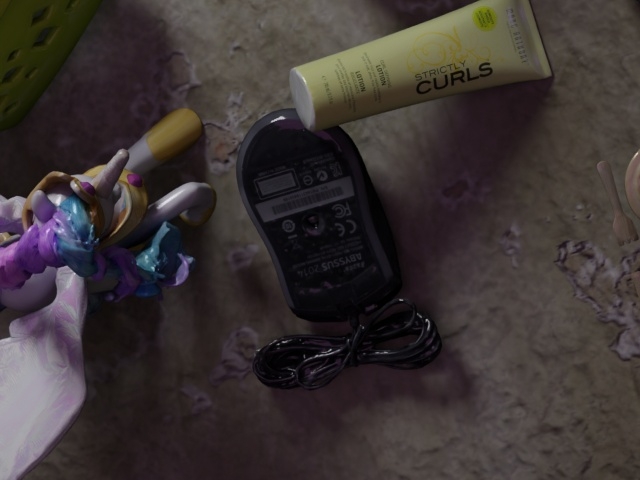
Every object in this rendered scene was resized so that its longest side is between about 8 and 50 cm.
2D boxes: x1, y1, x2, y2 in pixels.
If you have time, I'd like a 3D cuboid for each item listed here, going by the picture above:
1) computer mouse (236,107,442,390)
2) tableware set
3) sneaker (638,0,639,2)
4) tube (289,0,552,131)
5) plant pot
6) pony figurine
[{"bbox_3d":[0.000,0.000,1.631,0.188,0.072,0.272,-11,105,14],"label":"computer mouse"},{"bbox_3d":[0.335,-0.004,1.571,0.128,0.039,0.194,-19,99,2],"label":"tableware set"},{"bbox_3d":[0.328,-0.243,1.511,0.125,0.140,0.341,-44,105,-22],"label":"sneaker"},{"bbox_3d":[0.092,-0.162,1.562,0.240,0.062,0.070,-17,134,-15],"label":"tube"},{"bbox_3d":[-0.359,-0.228,1.578,0.227,0.207,0.228,41,118,5],"label":"plant pot"},{"bbox_3d":[-0.256,0.018,1.531,0.351,0.363,0.303,-37,89,14],"label":"pony figurine"}]
